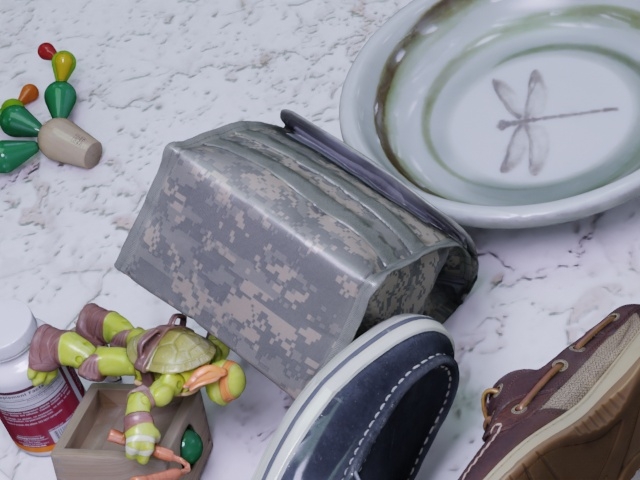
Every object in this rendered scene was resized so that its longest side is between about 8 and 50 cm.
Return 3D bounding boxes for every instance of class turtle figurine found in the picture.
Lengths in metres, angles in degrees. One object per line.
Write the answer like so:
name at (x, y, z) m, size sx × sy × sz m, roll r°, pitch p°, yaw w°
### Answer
turtle figurine at (-0.153, 0.115, 1.583) m, size 0.217 × 0.087 × 0.269 m, roll 11°, pitch 35°, yaw 29°

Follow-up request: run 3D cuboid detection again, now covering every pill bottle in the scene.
pill bottle at (-0.278, 0.128, 1.682) m, size 0.086 × 0.152 × 0.086 m, roll -10°, pitch 44°, yaw 9°

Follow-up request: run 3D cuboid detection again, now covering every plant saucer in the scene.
plant saucer at (0.223, -0.135, 1.809) m, size 0.400 × 0.100 × 0.400 m, roll -10°, pitch 45°, yaw 10°

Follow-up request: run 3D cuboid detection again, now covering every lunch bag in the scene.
lunch bag at (0.000, 0.000, 1.622) m, size 0.235 × 0.169 × 0.287 m, roll 35°, pitch 26°, yaw 17°

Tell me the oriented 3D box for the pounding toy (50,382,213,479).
pounding toy at (-0.157, 0.209, 1.615) m, size 0.141 × 0.100 × 0.130 m, roll 1°, pitch 33°, yaw 16°

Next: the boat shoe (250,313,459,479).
boat shoe at (0.000, 0.278, 1.423) m, size 0.156 × 0.187 × 0.500 m, roll 19°, pitch 60°, yaw 27°

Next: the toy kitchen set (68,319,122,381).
toy kitchen set at (-0.243, 0.121, 1.743) m, size 0.075 × 0.083 × 0.068 m, roll -24°, pitch 85°, yaw -5°

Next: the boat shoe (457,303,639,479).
boat shoe at (0.197, 0.167, 1.516) m, size 0.342 × 0.123 × 0.123 m, roll -43°, pitch 35°, yaw -23°

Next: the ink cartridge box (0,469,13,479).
ink cartridge box at (-0.313, 0.313, 1.533) m, size 0.207 × 0.119 × 0.353 m, roll -41°, pitch 47°, yaw -22°

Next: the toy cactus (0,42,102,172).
toy cactus at (-0.327, -0.138, 2.016) m, size 0.180 × 0.112 × 0.219 m, roll 24°, pitch 49°, yaw 24°
